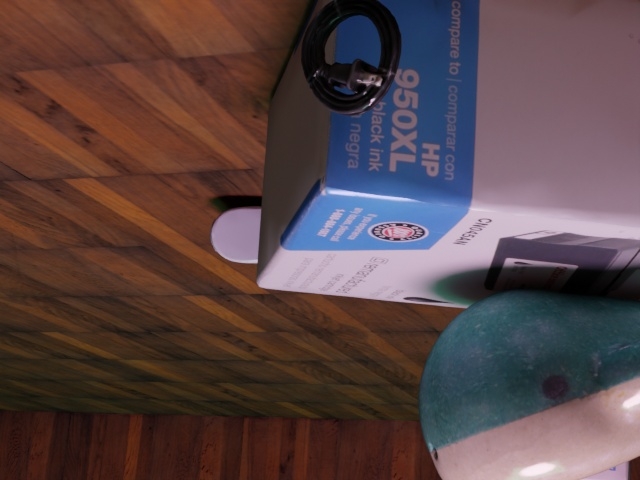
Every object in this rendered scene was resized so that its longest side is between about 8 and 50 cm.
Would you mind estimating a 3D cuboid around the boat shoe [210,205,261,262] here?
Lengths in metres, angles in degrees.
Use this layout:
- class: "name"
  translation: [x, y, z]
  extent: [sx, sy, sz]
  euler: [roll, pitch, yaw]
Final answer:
- class: "boat shoe"
  translation: [0.000, 0.000, 1.264]
  extent: [0.229, 0.080, 0.076]
  euler: [0, -179, 6]

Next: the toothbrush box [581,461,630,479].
- class: "toothbrush box"
  translation: [0.250, 0.106, 1.181]
  extent: [0.122, 0.283, 0.206]
  euler: [0, 164, 15]

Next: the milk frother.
- class: "milk frother"
  translation: [-0.008, -0.149, 0.606]
  extent: [0.135, 0.143, 0.129]
  euler: [11, 170, -29]

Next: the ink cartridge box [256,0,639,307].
- class: "ink cartridge box"
  translation: [0.170, -0.049, 0.866]
  extent: [0.395, 0.166, 0.285]
  euler: [6, 165, -9]

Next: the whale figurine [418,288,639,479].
- class: "whale figurine"
  translation: [0.198, 0.087, 0.857]
  extent: [0.272, 0.141, 0.216]
  euler: [-20, 168, -9]
